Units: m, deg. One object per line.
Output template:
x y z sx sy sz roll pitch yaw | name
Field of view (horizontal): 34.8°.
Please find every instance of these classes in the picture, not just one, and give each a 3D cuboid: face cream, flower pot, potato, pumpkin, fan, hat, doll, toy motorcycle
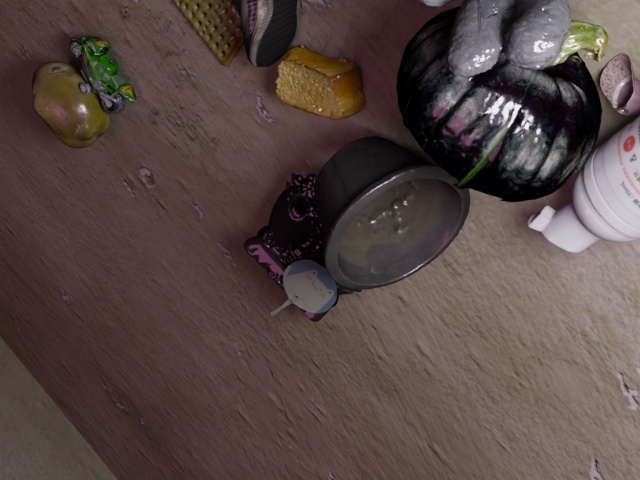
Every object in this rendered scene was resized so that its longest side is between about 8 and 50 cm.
0.430 -0.079 1.377 0.145 0.145 0.370 52 143 5 | face cream
0.097 -0.065 1.690 0.166 0.269 0.269 59 149 36 | flower pot
-0.561 -0.304 2.277 0.200 0.137 0.154 46 171 13 | potato
0.251 -0.207 1.361 0.296 0.296 0.295 27 133 32 | pumpkin
-0.040 0.103 1.951 0.175 0.005 0.113 -37 94 36 | fan
0.418 -0.209 1.385 0.058 0.042 0.087 -41 50 49 | hat
0.241 -0.351 1.248 0.246 0.340 0.158 2 138 27 | doll
-0.468 -0.365 2.188 0.106 0.074 0.190 -27 95 43 | toy motorcycle

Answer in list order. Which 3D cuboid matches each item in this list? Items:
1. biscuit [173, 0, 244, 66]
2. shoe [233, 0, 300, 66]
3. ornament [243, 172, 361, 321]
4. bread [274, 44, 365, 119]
-0.221 -0.448 1.905 0.231 0.016 0.139 53 143 5 | biscuit
-0.100 -0.411 1.747 0.112 0.099 0.227 41 136 29 | shoe
0.000 0.000 1.934 0.251 0.106 0.260 47 133 0 | ornament
-0.010 -0.272 1.772 0.187 0.065 0.103 28 139 33 | bread
